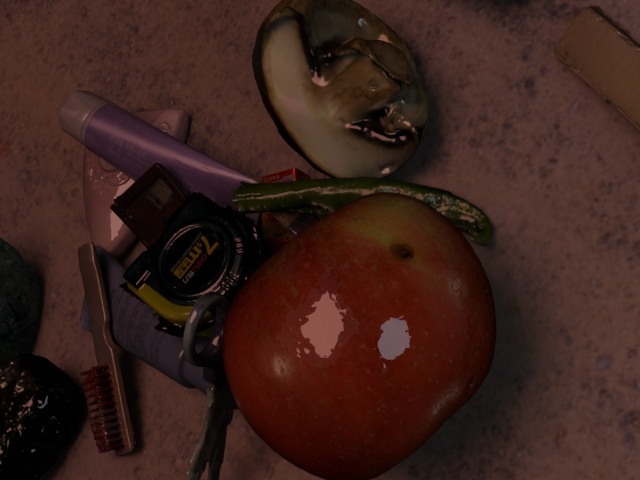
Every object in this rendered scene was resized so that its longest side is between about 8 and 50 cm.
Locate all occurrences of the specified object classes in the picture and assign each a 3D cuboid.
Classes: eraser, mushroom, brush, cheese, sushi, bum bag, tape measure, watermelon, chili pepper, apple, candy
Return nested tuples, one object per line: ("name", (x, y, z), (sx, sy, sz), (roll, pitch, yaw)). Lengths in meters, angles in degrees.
("eraser", (-0.316, -0.093, 1.988), (0.204, 0.059, 0.243), (-1, 70, 35))
("mushroom", (0.037, -0.215, 1.726), (0.267, 0.164, 0.189), (36, 126, 4))
("brush", (0.000, 0.000, 1.741), (0.043, 0.014, 0.170), (-44, 72, -8))
("cheese", (0.397, -0.159, 1.475), (0.085, 0.034, 0.400), (-53, 40, 20))
("sushi", (-0.458, 0.291, 1.922), (0.127, 0.124, 0.225), (36, 90, 37))
("bum bag", (-0.244, -0.047, 1.880), (0.109, 0.026, 0.159), (49, 137, -6))
("tape measure", (-0.159, 0.050, 1.752), (0.186, 0.112, 0.199), (36, 87, 37))
("watermelon", (-0.616, 0.136, 2.039), (0.258, 0.228, 0.387), (16, 93, 46))
("chili pepper", (0.055, -0.047, 1.672), (0.359, 0.085, 0.076), (6, 95, 21))
("apple", (0.049, 0.115, 1.495), (0.348, 0.348, 0.277), (-40, 84, 17))
("brush", (-0.335, 0.163, 1.878), (0.060, 0.050, 0.321), (-28, 71, 55))
("candy", (-0.049, -0.037, 1.800), (0.062, 0.038, 0.122), (-13, 68, 31))

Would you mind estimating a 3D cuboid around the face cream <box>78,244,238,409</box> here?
("face cream", (-0.235, 0.136, 1.846), (0.385, 0.086, 0.135), (27, 109, 41))

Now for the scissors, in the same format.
("scissors", (-0.130, 0.220, 1.655), (0.029, 0.256, 0.383), (23, 112, 23))

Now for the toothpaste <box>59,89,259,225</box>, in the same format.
("toothpaste", (-0.239, -0.112, 1.882), (0.371, 0.080, 0.125), (32, 124, 24))
